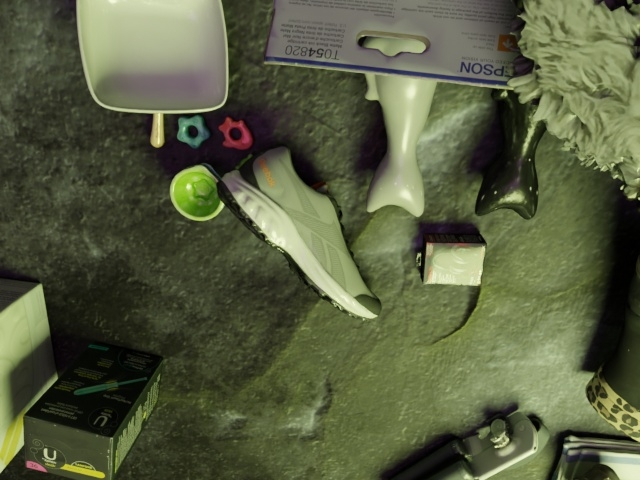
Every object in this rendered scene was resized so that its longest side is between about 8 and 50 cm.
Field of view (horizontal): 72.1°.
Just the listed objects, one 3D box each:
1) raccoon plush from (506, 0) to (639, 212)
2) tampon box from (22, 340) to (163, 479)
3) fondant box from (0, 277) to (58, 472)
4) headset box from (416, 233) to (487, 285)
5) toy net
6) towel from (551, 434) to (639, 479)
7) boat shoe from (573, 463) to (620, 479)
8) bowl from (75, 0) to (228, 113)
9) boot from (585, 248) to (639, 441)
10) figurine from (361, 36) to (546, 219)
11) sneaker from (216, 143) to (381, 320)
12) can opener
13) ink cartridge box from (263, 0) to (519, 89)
[{"bbox_3d":[0.307,-0.161,0.363,0.216,0.299,0.446,18,142,35],"label":"raccoon plush"},{"bbox_3d":[-0.324,0.248,0.645,0.121,0.161,0.101,15,114,0],"label":"tampon box"},{"bbox_3d":[-0.487,0.229,0.561,0.096,0.330,0.238,8,115,2],"label":"fondant box"},{"bbox_3d":[0.167,0.025,0.572,0.084,0.032,0.062,1,114,3],"label":"headset box"},{"bbox_3d":[-0.163,-0.142,0.523,0.122,0.045,0.232,-24,109,15],"label":"toy net"},{"bbox_3d":[0.474,0.436,0.721,0.210,0.034,0.284,3,114,4],"label":"towel"},{"bbox_3d":[0.441,0.430,0.659,0.069,0.081,0.227,-35,112,-12],"label":"boat shoe"},{"bbox_3d":[-0.174,-0.204,0.465,0.142,0.053,0.142,-5,97,-20],"label":"bowl"},{"bbox_3d":[0.519,0.147,0.479,0.378,0.138,0.284,12,131,18],"label":"boot"},{"bbox_3d":[0.151,-0.120,0.486,0.215,0.092,0.209,1,118,6],"label":"figurine"},{"bbox_3d":[0.000,0.000,0.544,0.108,0.100,0.271,-46,114,-11],"label":"sneaker"},{"bbox_3d":[0.227,0.365,0.691,0.280,0.074,0.093,-39,105,20],"label":"can opener"},{"bbox_3d":[0.076,-0.242,0.393,0.224,0.045,0.223,10,85,8],"label":"ink cartridge box"}]
